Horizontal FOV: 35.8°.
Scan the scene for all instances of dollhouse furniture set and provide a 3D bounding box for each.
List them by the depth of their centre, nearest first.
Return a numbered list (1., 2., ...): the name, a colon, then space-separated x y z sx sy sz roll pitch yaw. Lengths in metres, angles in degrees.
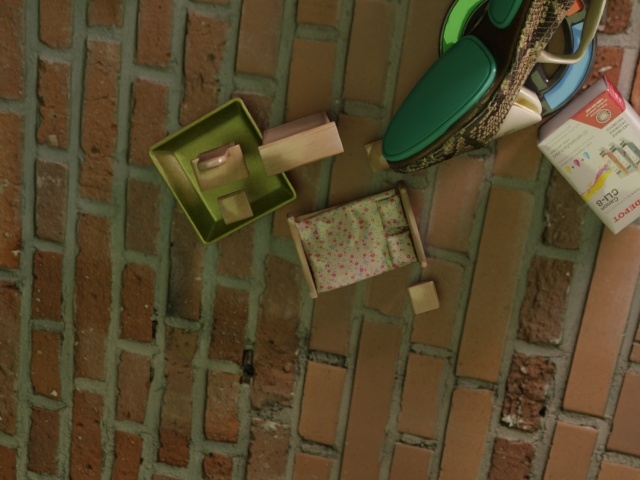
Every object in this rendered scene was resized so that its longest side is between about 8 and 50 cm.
1. dollhouse furniture set: 0.000 0.000 1.507 0.303 0.174 0.355 -18 103 2

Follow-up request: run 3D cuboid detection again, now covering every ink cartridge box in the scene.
1. ink cartridge box: 0.417 -0.124 1.431 0.128 0.127 0.176 -40 96 21

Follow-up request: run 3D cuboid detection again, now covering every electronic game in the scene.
1. electronic game: 0.287 -0.285 1.451 0.229 0.048 0.229 4 109 12

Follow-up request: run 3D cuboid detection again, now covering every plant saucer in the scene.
1. plant saucer: -0.155 -0.114 1.614 0.188 0.045 0.188 -27 100 19

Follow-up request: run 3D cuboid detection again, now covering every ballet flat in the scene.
1. ballet flat: 0.273 -0.265 1.363 0.182 0.164 0.483 17 121 -24
